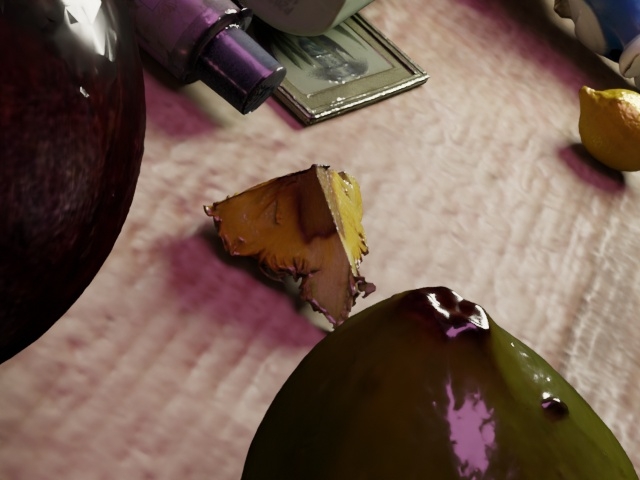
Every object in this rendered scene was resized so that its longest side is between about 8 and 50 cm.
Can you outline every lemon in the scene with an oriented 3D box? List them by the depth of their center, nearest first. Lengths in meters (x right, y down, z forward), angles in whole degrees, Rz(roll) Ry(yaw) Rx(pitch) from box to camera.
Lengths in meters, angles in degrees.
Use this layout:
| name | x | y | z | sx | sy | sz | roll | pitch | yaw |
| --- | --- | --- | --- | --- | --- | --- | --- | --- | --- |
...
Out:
| name | x | y | z | sx | sy | sz | roll | pitch | yaw |
| --- | --- | --- | --- | --- | --- | --- | --- | --- | --- |
| lemon | 0.247 | -0.093 | 1.170 | 0.092 | 0.065 | 0.065 | 38 | 34 | -8 |

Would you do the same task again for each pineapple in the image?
| name | x | y | z | sx | sy | sz | roll | pitch | yaw |
| --- | --- | --- | --- | --- | --- | --- | --- | --- | --- |
| pineapple | 0.000 | 0.000 | 0.861 | 0.114 | 0.077 | 0.114 | -13 | 68 | -41 |

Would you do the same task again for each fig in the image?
| name | x | y | z | sx | sy | sz | roll | pitch | yaw |
| --- | --- | --- | --- | --- | --- | --- | --- | --- | --- |
| fig | 0.059 | 0.126 | 0.623 | 0.203 | 0.225 | 0.203 | 3 | 33 | -2 |

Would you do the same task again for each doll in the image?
| name | x | y | z | sx | sy | sz | roll | pitch | yaw |
| --- | --- | --- | --- | --- | --- | --- | --- | --- | --- |
| doll | 0.251 | -0.256 | 1.310 | 0.257 | 0.161 | 0.215 | 65 | 8 | 17 |

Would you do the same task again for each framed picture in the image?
| name | x | y | z | sx | sy | sz | roll | pitch | yaw |
| --- | --- | --- | --- | --- | --- | --- | --- | --- | --- |
| framed picture | -0.039 | -0.181 | 1.098 | 0.231 | 0.010 | 0.173 | 44 | 35 | 15 |

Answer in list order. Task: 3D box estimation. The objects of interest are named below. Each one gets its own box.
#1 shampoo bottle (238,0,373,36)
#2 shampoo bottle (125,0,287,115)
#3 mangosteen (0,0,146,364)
| name | x | y | z | sx | sy | sz | roll | pitch | yaw |
| --- | --- | --- | --- | --- | --- | --- | --- | --- | --- |
| shampoo bottle | 0.023 | -0.265 | 1.176 | 0.134 | 0.078 | 0.359 | 35 | 31 | 5 |
| shampoo bottle | -0.115 | -0.168 | 0.972 | 0.214 | 0.072 | 0.072 | 41 | 35 | 10 |
| mangosteen | -0.216 | -0.042 | 0.578 | 0.297 | 0.293 | 0.297 | -12 | 32 | 7 |
